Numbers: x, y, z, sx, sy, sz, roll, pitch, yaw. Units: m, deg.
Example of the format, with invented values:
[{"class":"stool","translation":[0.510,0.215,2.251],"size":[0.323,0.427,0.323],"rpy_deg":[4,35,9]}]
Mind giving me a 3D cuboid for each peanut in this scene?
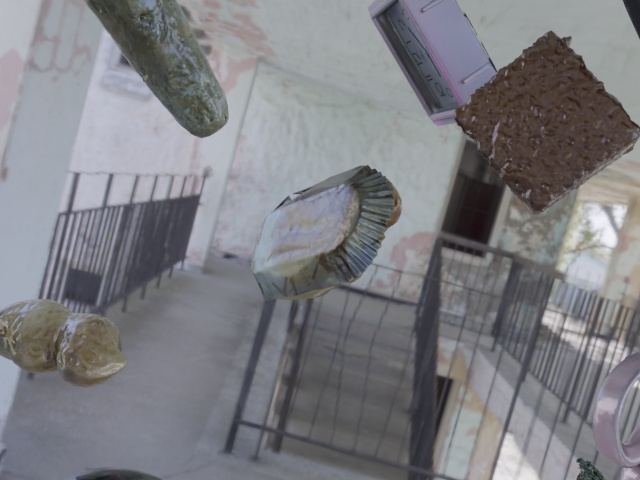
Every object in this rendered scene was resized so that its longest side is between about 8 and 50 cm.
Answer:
[{"class":"peanut","translation":[-0.320,0.127,0.902],"size":[0.228,0.085,0.104],"rpy_deg":[8,22,31]}]

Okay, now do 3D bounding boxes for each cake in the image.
[{"class":"cake","translation":[0.227,-0.109,0.722],"size":[0.135,0.134,0.147],"rpy_deg":[56,23,13]}]

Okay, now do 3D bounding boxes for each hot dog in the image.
[{"class":"hot dog","translation":[0.000,0.000,0.929],"size":[0.082,0.162,0.270],"rpy_deg":[26,-24,-28]}]

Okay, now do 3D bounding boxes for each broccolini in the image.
[{"class":"broccolini","translation":[0.478,0.432,1.291],"size":[0.052,0.054,0.194],"rpy_deg":[3,-29,22]}]

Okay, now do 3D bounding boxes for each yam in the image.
[{"class":"yam","translation":[-0.263,-0.317,1.212],"size":[0.330,0.133,0.133],"rpy_deg":[59,-15,-23]}]

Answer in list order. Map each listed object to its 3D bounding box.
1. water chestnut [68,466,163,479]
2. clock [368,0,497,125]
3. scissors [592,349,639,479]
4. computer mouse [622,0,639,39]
[{"class":"water chestnut","translation":[-0.238,0.426,0.897],"size":[0.289,0.244,0.289],"rpy_deg":[-1,33,1]},{"class":"clock","translation":[0.150,-0.253,0.967],"size":[0.197,0.063,0.150],"rpy_deg":[57,-5,-10]},{"class":"scissors","translation":[0.268,0.077,0.507],"size":[0.031,0.242,0.118],"rpy_deg":[7,-47,53]},{"class":"computer mouse","translation":[0.314,-0.175,0.567],"size":[0.232,0.120,0.057],"rpy_deg":[43,23,-30]}]
